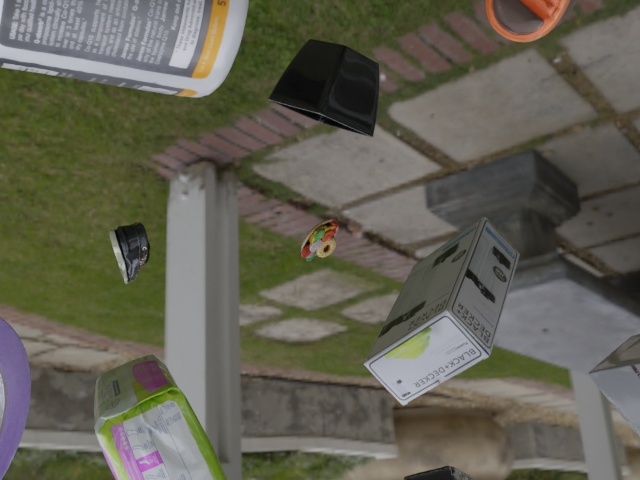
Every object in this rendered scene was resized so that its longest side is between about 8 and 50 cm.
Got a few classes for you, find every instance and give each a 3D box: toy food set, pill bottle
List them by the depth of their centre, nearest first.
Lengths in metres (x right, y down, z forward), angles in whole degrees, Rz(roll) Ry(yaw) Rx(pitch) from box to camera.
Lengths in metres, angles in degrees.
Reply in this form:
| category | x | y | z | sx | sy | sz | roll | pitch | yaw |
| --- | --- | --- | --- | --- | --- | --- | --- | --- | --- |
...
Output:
| category | x | y | z | sx | sy | sz | roll | pitch | yaw |
| --- | --- | --- | --- | --- | --- | --- | --- | --- | --- |
| pill bottle | -0.213 | -0.217 | 0.678 | 0.279 | 0.162 | 0.162 | 5 | 158 | -28 |
| toy food set | 0.000 | 0.000 | 1.352 | 0.083 | 0.020 | 0.083 | -20 | 144 | -42 |

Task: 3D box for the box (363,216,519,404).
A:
| category | x | y | z | sx | sy | sz | roll | pitch | yaw |
| --- | --- | --- | --- | --- | --- | --- | --- | --- | --- |
| box | 0.188 | 0.097 | 1.213 | 0.087 | 0.290 | 0.169 | 47 | 125 | -7 |

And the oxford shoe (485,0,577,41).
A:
| category | x | y | z | sx | sy | sz | roll | pitch | yaw |
| --- | --- | --- | --- | --- | --- | --- | --- | --- | --- |
| oxford shoe | 0.319 | -0.419 | 0.978 | 0.133 | 0.130 | 0.363 | -28 | 151 | -53 |

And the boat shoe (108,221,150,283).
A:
| category | x | y | z | sx | sy | sz | roll | pitch | yaw |
| --- | --- | --- | --- | --- | --- | --- | --- | --- | --- |
| boat shoe | -0.213 | 0.016 | 0.925 | 0.042 | 0.048 | 0.133 | -17 | 166 | -15 |

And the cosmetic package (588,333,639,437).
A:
| category | x | y | z | sx | sy | sz | roll | pitch | yaw |
| --- | --- | --- | --- | --- | --- | --- | --- | --- | --- |
| cosmetic package | 0.466 | 0.188 | 1.077 | 0.107 | 0.127 | 0.238 | -36 | 169 | -12 |

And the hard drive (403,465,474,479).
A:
| category | x | y | z | sx | sy | sz | roll | pitch | yaw |
| --- | --- | --- | --- | --- | --- | --- | --- | --- | --- |
| hard drive | 0.181 | 0.403 | 0.989 | 0.064 | 0.236 | 0.339 | -16 | 158 | 8 |

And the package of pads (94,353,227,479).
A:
| category | x | y | z | sx | sy | sz | roll | pitch | yaw |
| --- | --- | --- | --- | --- | --- | --- | --- | --- | --- |
| package of pads | -0.156 | 0.288 | 0.911 | 0.101 | 0.296 | 0.229 | -24 | -173 | -15 |

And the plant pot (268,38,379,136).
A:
| category | x | y | z | sx | sy | sz | roll | pitch | yaw |
| --- | --- | --- | --- | --- | --- | --- | --- | --- | --- |
| plant pot | 0.029 | -0.355 | 1.861 | 0.188 | 0.166 | 0.188 | 17 | -175 | -46 |

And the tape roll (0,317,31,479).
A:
| category | x | y | z | sx | sy | sz | roll | pitch | yaw |
| --- | --- | --- | --- | --- | --- | --- | --- | --- | --- |
| tape roll | -0.461 | 0.204 | 0.932 | 0.090 | 0.274 | 0.275 | 10 | 164 | 21 |
